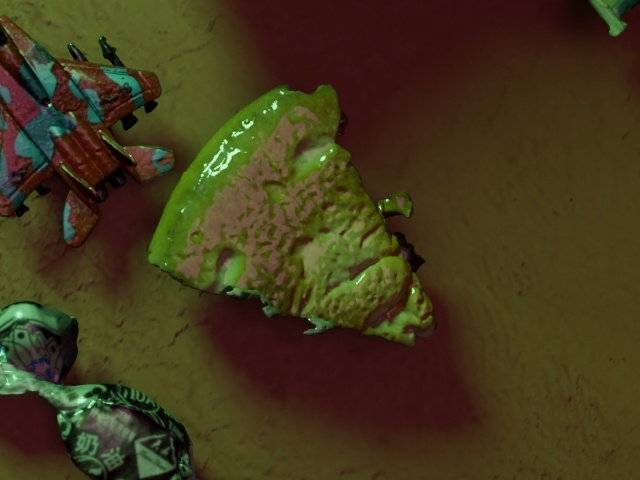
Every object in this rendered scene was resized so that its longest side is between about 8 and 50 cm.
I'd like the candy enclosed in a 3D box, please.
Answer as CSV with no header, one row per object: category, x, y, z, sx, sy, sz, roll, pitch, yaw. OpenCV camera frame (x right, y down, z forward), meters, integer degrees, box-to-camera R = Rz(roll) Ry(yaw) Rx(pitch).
candy,-0.131,0.123,0.845,0.226,0.051,0.094,39,90,-11

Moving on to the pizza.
pizza,-0.001,0.001,0.874,0.194,0.069,0.154,39,79,-19

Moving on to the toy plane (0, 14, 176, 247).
toy plane,-0.176,-0.093,0.827,0.130,0.061,0.189,-41,96,-12

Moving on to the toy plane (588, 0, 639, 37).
toy plane,0.221,-0.248,0.939,0.192,0.088,0.262,-39,90,-19
